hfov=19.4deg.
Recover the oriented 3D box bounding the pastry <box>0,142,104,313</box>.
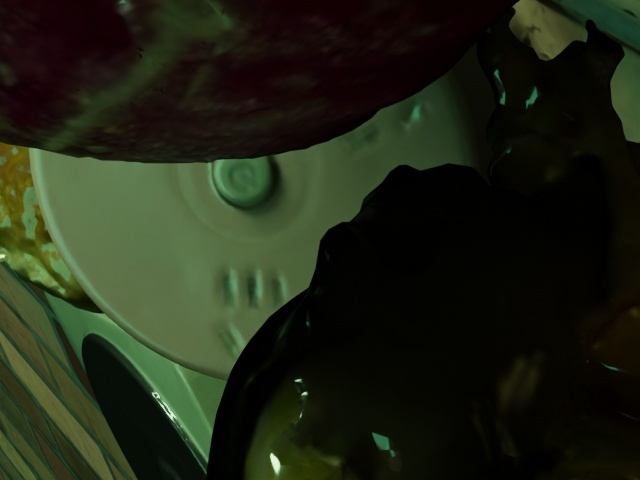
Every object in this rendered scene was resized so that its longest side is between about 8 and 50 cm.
[{"bbox_3d":[-0.075,-0.068,0.734,0.182,0.093,0.192,49,124,23],"label":"pastry"}]

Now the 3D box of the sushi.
[{"bbox_3d":[0.089,0.072,0.439,0.213,0.200,0.204,30,154,14],"label":"sushi"}]

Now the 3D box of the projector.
[{"bbox_3d":[-0.053,0.136,1.125,0.257,0.079,0.259,20,138,64],"label":"projector"}]

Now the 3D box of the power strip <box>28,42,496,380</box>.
[{"bbox_3d":[-0.012,-0.035,0.606,0.154,0.154,0.078,63,-156,-12],"label":"power strip"}]

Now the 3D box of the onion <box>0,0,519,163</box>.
[{"bbox_3d":[-0.036,-0.152,0.376,0.230,0.272,0.256,23,138,42],"label":"onion"}]
